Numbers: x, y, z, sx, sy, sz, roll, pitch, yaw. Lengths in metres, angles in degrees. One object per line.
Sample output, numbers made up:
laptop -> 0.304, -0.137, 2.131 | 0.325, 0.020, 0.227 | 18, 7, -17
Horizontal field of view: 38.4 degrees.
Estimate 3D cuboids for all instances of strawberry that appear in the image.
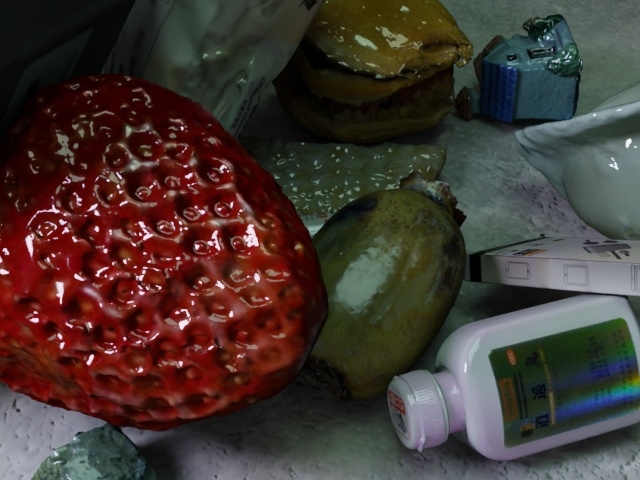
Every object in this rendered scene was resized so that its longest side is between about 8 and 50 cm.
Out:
strawberry -> -0.146, 0.021, 0.777 | 0.310, 0.292, 0.292 | 31, 47, 2

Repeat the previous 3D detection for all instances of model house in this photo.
model house -> -0.177, 0.201, 0.741 | 0.078, 0.066, 0.083 | -25, 65, -40
model house -> 0.238, -0.210, 1.154 | 0.148, 0.119, 0.148 | -7, 43, 3

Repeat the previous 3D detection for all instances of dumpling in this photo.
dumpling -> 0.404, -0.080, 0.954 | 0.320, 0.212, 0.270 | -23, 9, -6

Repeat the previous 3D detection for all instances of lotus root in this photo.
lotus root -> 0.060, 0.025, 0.855 | 0.154, 0.154, 0.278 | 24, 54, 23

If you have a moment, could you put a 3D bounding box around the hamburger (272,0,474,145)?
hamburger -> 0.055, -0.217, 1.120 | 0.244, 0.163, 0.244 | 6, 44, -6

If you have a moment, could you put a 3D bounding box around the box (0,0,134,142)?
box -> -0.311, -0.103, 0.789 | 0.111, 0.396, 0.396 | 35, 36, -3

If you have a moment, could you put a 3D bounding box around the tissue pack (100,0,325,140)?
tissue pack -> -0.167, -0.265, 1.026 | 0.195, 0.376, 0.390 | 15, 24, -45

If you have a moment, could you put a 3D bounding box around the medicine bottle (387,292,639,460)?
medicine bottle -> 0.168, 0.121, 0.782 | 0.219, 0.115, 0.078 | -12, 5, -14

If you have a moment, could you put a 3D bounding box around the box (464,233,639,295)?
box -> 0.267, 0.021, 0.843 | 0.129, 0.033, 0.247 | -10, 9, -42

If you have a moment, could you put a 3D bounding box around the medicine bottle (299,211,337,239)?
medicine bottle -> 0.000, 0.000, 0.953 | 0.089, 0.057, 0.057 | -8, 43, -8

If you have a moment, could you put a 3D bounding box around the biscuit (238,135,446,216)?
biscuit -> -0.005, -0.062, 1.034 | 0.289, 0.038, 0.141 | 3, 43, 5
